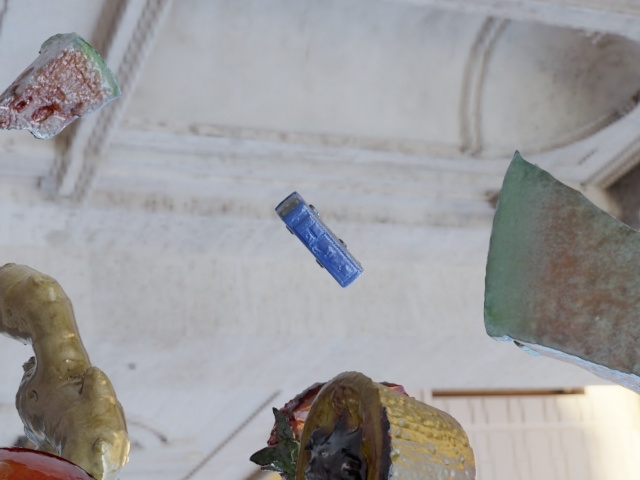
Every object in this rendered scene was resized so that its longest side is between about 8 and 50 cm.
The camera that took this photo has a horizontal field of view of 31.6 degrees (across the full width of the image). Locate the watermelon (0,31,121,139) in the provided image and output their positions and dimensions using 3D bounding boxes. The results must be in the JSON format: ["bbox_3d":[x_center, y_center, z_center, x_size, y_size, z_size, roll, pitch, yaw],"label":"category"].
[{"bbox_3d":[-0.315,-0.185,1.375,0.121,0.098,0.158,-17,-151,40],"label":"watermelon"}]

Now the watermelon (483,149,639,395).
[{"bbox_3d":[0.274,0.071,1.000,0.302,0.264,0.151,39,-82,44],"label":"watermelon"}]

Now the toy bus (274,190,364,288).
[{"bbox_3d":[0.000,0.000,1.623,0.051,0.153,0.061,-41,-161,0],"label":"toy bus"}]

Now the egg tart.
[{"bbox_3d":[0.069,0.258,1.278,0.215,0.171,0.215,-32,-127,55],"label":"egg tart"}]

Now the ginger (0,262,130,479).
[{"bbox_3d":[-0.343,0.192,1.500,0.348,0.122,0.363,-17,-105,54],"label":"ginger"}]

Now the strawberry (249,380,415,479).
[{"bbox_3d":[0.019,0.259,1.524,0.228,0.174,0.098,-47,176,-44],"label":"strawberry"}]

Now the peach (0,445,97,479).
[{"bbox_3d":[-0.326,0.334,1.180,0.199,0.244,0.243,124,-36,-74],"label":"peach"}]

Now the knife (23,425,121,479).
[{"bbox_3d":[-0.385,0.381,1.843,0.073,0.265,0.040,-34,-165,14],"label":"knife"}]
